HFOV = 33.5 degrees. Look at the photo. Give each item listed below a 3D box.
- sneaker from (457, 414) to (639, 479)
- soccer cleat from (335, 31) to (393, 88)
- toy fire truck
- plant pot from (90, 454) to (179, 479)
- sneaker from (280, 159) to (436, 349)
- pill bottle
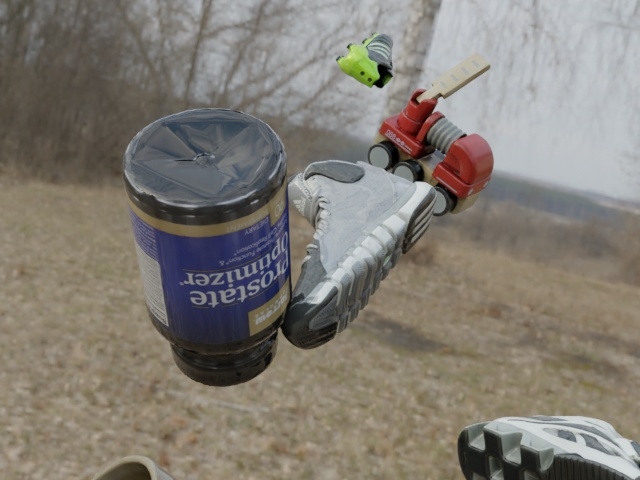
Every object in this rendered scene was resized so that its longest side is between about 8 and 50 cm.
[{"bbox_3d":[0.304,0.251,1.125,0.146,0.122,0.330,-14,20,-30],"label":"sneaker"},{"bbox_3d":[0.077,-0.255,1.532,0.072,0.060,0.179,44,26,2],"label":"soccer cleat"},{"bbox_3d":[0.239,-0.203,1.960,0.217,0.246,0.158,40,36,21],"label":"toy fire truck"},{"bbox_3d":[-0.209,0.487,1.392,0.280,0.323,0.323,37,-4,-22],"label":"plant pot"},{"bbox_3d":[0.000,0.000,0.998,0.132,0.086,0.229,31,49,19],"label":"sneaker"},{"bbox_3d":[-0.084,0.013,0.851,0.123,0.219,0.122,-1,44,1],"label":"pill bottle"}]
